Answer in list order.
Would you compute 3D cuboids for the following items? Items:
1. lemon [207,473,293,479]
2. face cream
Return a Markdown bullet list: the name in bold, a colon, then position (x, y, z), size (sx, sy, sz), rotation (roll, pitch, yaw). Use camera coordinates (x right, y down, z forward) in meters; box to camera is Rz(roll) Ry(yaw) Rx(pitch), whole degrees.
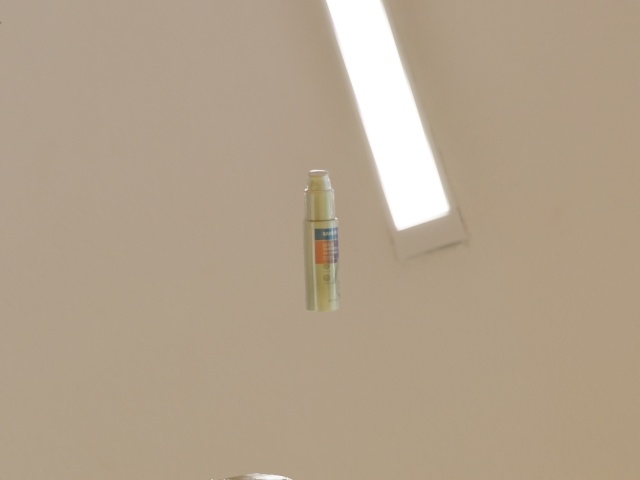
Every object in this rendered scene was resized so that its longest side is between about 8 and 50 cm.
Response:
- **lemon**: position (-0.056, 0.306, 0.984), size (0.253, 0.310, 0.253), rotation (9, -128, -12)
- **face cream**: position (0.000, 0.000, 1.256), size (0.034, 0.034, 0.130), rotation (-1, -83, 16)
